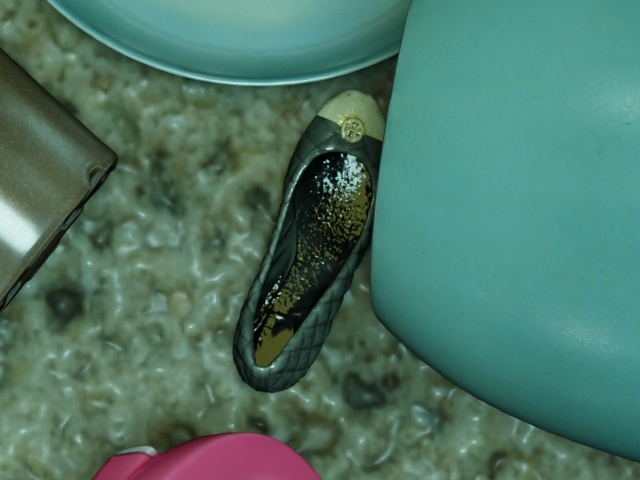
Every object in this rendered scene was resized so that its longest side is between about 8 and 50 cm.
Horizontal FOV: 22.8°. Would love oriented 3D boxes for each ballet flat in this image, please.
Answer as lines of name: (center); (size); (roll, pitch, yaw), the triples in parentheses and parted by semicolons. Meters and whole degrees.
ballet flat: (0.000, 0.000, 0.847); (0.057, 0.049, 0.173); (18, 79, -2)

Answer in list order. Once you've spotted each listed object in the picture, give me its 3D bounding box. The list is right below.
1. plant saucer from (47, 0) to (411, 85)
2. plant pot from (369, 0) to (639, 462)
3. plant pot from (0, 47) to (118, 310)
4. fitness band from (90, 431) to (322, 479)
plant saucer: (-0.036, -0.235, 0.888); (0.317, 0.044, 0.317); (1, 81, -4)
plant pot: (0.153, -0.032, 0.755); (0.235, 0.293, 0.293); (9, 80, 8)
plant pot: (-0.201, -0.043, 0.789); (0.165, 0.167, 0.167); (38, 80, -5)
fitness band: (-0.064, 0.217, 0.712); (0.209, 0.054, 0.291); (63, 37, -23)
